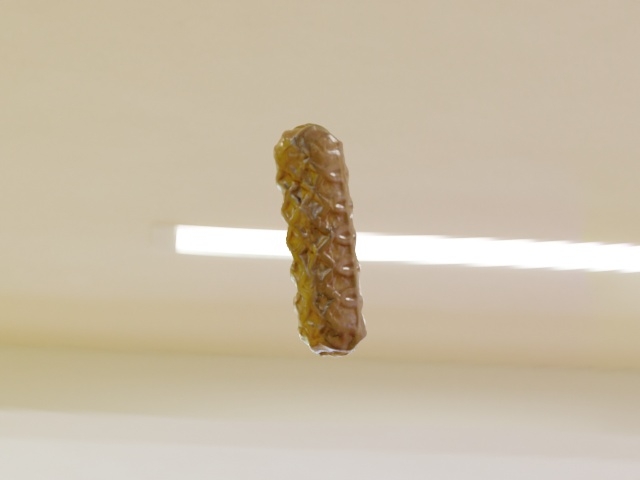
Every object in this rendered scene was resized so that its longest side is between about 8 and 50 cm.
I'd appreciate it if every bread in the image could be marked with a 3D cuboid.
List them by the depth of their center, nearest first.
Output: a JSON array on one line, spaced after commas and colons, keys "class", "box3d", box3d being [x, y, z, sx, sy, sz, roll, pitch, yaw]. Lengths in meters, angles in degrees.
[{"class": "bread", "box3d": [0.000, 0.000, 0.915, 0.044, 0.157, 0.052, -8, -1, 44]}]
